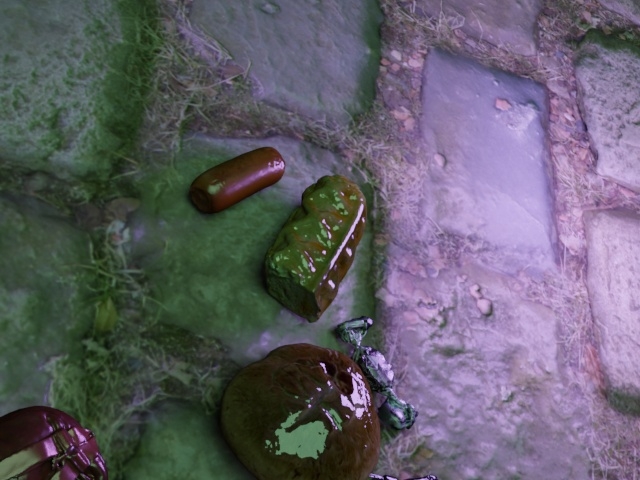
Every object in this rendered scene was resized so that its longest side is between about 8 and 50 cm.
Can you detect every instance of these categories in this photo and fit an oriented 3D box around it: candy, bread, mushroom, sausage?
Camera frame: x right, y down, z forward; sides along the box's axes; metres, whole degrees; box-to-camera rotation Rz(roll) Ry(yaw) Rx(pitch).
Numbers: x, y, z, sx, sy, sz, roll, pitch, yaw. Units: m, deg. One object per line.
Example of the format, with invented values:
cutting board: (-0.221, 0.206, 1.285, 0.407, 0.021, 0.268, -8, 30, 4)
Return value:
candy: (0.103, 0.240, 1.285, 0.094, 0.051, 0.226, -27, 86, -44)
bread: (0.000, 0.000, 1.280, 0.268, 0.129, 0.152, -61, 139, -32)
mushroom: (-0.023, 0.279, 1.137, 0.278, 0.146, 0.278, 16, 50, -20)
sausage: (-0.143, -0.112, 1.278, 0.197, 0.076, 0.076, -30, 86, -34)

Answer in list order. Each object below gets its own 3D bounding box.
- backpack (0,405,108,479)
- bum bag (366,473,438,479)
backpack: (-0.387, 0.321, 0.926, 0.229, 0.139, 0.229, 8, 69, -21)
bum bag: (0.114, 0.441, 1.198, 0.232, 0.060, 0.107, 15, 73, -21)
